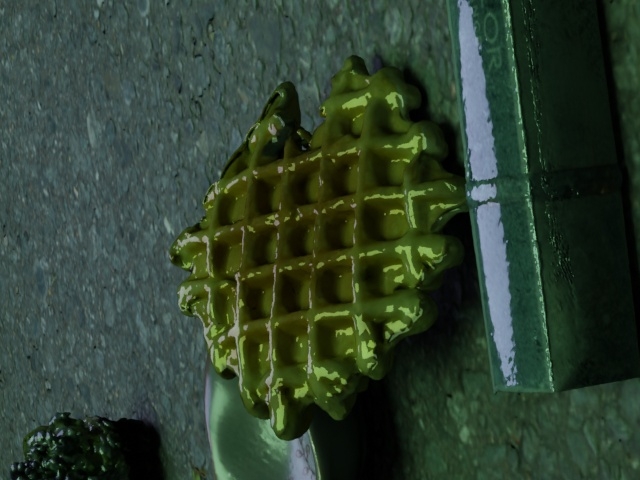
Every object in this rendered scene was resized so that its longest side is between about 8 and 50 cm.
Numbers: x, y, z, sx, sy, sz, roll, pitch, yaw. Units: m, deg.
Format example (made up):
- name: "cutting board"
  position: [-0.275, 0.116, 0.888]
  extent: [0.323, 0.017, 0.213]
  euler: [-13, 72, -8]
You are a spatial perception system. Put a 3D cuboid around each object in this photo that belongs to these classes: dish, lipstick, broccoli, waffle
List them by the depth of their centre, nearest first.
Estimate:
- name: "lipstick"
  position: [0.129, -0.056, 1.065]
  extent: [0.077, 0.076, 0.290]
  euler: [-6, 93, 63]
- name: "waffle"
  position: [-0.002, -0.001, 1.269]
  extent: [0.261, 0.056, 0.250]
  euler: [-55, 45, 15]
- name: "dish"
  position: [-0.016, 0.148, 1.390]
  extent: [0.229, 0.081, 0.229]
  euler: [175, 90, -65]
- name: "broccoli"
  position: [-0.264, 0.240, 1.839]
  extent: [0.304, 0.145, 0.165]
  euler: [-171, 78, -73]
